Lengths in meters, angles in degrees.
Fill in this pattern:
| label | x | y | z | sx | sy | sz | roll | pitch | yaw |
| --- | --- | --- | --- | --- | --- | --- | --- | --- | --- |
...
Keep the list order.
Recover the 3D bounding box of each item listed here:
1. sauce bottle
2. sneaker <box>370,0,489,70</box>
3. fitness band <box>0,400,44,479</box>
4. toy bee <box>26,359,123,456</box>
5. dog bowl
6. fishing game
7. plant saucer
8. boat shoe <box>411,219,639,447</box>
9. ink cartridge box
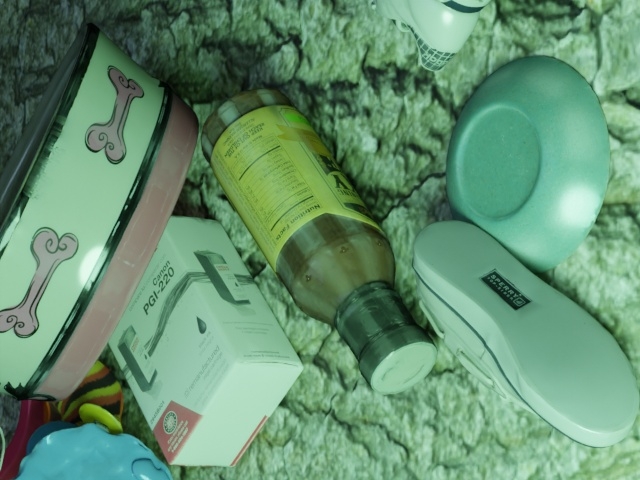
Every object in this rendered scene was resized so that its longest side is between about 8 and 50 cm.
| label | x | y | z | sx | sy | sz | roll | pitch | yaw |
| --- | --- | --- | --- | --- | --- | --- | --- | --- | --- |
| sauce bottle | 0.000 | 0.000 | 1.661 | 0.111 | 0.111 | 0.344 | -56 | 50 | 30 |
| sneaker | 0.068 | -0.261 | 1.630 | 0.235 | 0.090 | 0.095 | 59 | 137 | 37 |
| fitness band | -0.415 | 0.217 | 2.173 | 0.291 | 0.054 | 0.209 | -47 | 56 | 37 |
| toy bee | -0.248 | 0.269 | 1.920 | 0.195 | 0.162 | 0.298 | 126 | 154 | -73 |
| dog bowl | -0.266 | -0.013 | 1.824 | 0.408 | 0.150 | 0.408 | -57 | 15 | 25 |
| fishing game | -0.240 | 0.281 | 1.804 | 0.041 | 0.264 | 0.189 | 133 | 154 | -68 |
| plant saucer | 0.166 | -0.066 | 1.526 | 0.195 | 0.037 | 0.195 | -8 | 79 | 49 |
| boat shoe | 0.164 | 0.092 | 1.476 | 0.267 | 0.096 | 0.088 | 42 | 146 | 35 |
| ink cartridge box | -0.130 | 0.103 | 1.815 | 0.159 | 0.092 | 0.218 | -56 | 46 | 29 |
